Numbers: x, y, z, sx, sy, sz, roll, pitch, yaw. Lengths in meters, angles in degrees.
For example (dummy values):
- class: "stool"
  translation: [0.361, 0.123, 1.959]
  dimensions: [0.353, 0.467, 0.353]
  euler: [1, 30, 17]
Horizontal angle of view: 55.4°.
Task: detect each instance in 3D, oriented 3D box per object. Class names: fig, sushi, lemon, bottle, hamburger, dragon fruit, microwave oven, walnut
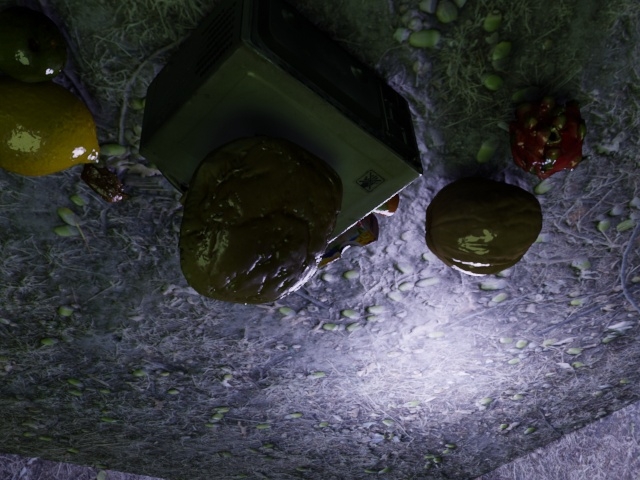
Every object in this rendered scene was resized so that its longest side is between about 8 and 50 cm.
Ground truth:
- class: "fig"
  translation: [-0.513, -0.322, 1.018]
  dimensions: [0.156, 0.123, 0.123]
  euler: [-4, 140, 15]
- class: "sushi"
  translation: [-0.455, -0.123, 1.294]
  dimensions: [0.060, 0.061, 0.118]
  euler: [-45, 135, -5]
- class: "lemon"
  translation: [-0.517, -0.205, 1.100]
  dimensions: [0.244, 0.186, 0.187]
  euler: [18, 135, -26]
- class: "bottle"
  translation: [0.083, -0.101, 1.331]
  dimensions: [0.187, 0.069, 0.069]
  euler: [11, 138, -30]
- class: "hamburger"
  translation: [-0.088, -0.024, 0.928]
  dimensions: [0.285, 0.265, 0.134]
  euler: [15, -178, -44]
- class: "dragon fruit"
  translation: [0.445, -0.204, 1.182]
  dimensions: [0.160, 0.172, 0.166]
  euler: [28, 105, -1]
- class: "microwave oven"
  translation: [-0.071, -0.208, 1.085]
  dimensions: [0.394, 0.247, 0.333]
  euler: [30, 127, -33]
- class: "walnut"
  translation: [0.358, -0.035, 1.346]
  dimensions: [0.261, 0.225, 0.225]
  euler: [-7, 140, -16]

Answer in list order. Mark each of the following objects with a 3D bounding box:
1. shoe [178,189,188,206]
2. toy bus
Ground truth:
- class: "shoe"
  translation: [-0.178, -0.069, 0.998]
  dimensions: [0.109, 0.072, 0.069]
  euler: [-30, 94, 18]
- class: "toy bus"
  translation: [0.000, 0.001, 1.448]
  dimensions: [0.274, 0.090, 0.112]
  euler: [-27, 127, 25]
